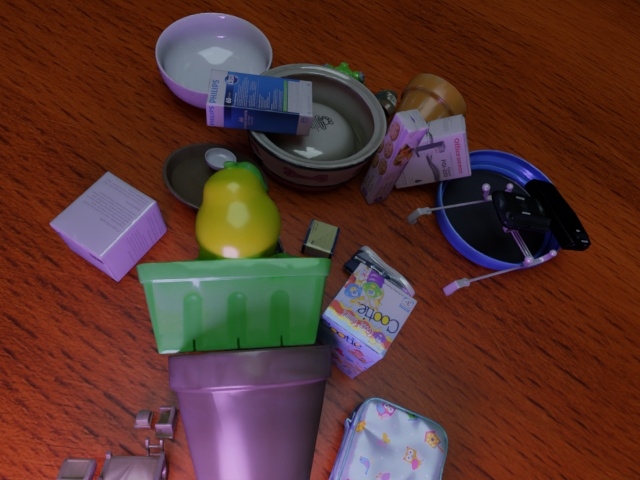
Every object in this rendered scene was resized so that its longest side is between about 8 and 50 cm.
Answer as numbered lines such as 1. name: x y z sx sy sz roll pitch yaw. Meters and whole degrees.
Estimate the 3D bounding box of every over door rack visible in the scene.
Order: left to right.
1. over door rack: 0.429 -0.017 1.117 0.325 0.108 0.239 -15 67 -15

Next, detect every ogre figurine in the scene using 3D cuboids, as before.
1. ogre figurine: 0.067 -0.504 1.375 0.197 0.118 0.096 29 64 5

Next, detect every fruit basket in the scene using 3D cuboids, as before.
1. fruit basket: -0.169 0.041 0.884 0.393 0.283 0.391 2 76 -7

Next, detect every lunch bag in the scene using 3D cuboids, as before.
1. lunch bag: 0.135 0.487 0.910 0.224 0.107 0.279 21 61 7

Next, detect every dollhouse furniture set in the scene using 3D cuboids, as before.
1. dollhouse furniture set: -0.403 0.433 0.881 0.182 0.101 0.160 5 39 -6

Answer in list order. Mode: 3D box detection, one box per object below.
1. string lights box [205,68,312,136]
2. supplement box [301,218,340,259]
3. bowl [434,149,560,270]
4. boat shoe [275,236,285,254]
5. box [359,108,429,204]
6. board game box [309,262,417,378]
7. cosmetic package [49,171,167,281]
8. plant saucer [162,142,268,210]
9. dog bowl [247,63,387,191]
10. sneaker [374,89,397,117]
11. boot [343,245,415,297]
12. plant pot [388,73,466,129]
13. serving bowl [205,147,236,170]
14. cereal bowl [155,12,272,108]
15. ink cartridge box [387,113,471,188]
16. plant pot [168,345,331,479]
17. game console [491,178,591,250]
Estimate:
1. string lights box: -0.154 -0.354 1.100 0.260 0.076 0.133 4 59 -9
2. supplement box: 0.000 0.000 1.154 0.083 0.056 0.083 18 63 0
3. bowl: 0.528 -0.091 1.270 0.392 0.077 0.390 3 64 -7
4. boat shoe: -0.126 0.068 1.075 0.108 0.102 0.300 -8 66 -12
5. box: 0.185 -0.209 1.134 0.063 0.324 0.067 -17 69 -20
6. board game box: 0.080 0.189 0.952 0.144 0.275 0.142 35 65 8
7. cosmetic package: -0.503 -0.032 1.037 0.151 0.151 0.183 32 63 8
8. plant saucer: -0.282 -0.163 1.158 0.278 0.041 0.277 13 45 -13
9. dog bowl: -0.024 -0.319 1.239 0.409 0.150 0.407 5 58 -8
10. sneaker: 0.204 -0.435 1.328 0.086 0.192 0.064 -37 114 2
11. boot: 0.152 0.104 1.129 0.086 0.069 0.190 -42 69 -17
12. plant pot: 0.307 -0.367 1.315 0.205 0.205 0.187 37 80 9
13. serving bowl: -0.272 -0.215 1.162 0.084 0.027 0.083 12 47 -14
14. cereal bowl: -0.317 -0.527 1.313 0.340 0.141 0.338 3 64 -7
15. ink cartridge box: 0.305 -0.247 1.213 0.218 0.158 0.092 -10 45 19
16. plant pot: -0.130 0.354 0.834 0.324 0.323 0.280 -1 74 -9
17. game console: 0.567 -0.078 1.122 0.362 0.044 0.213 5 55 -34
